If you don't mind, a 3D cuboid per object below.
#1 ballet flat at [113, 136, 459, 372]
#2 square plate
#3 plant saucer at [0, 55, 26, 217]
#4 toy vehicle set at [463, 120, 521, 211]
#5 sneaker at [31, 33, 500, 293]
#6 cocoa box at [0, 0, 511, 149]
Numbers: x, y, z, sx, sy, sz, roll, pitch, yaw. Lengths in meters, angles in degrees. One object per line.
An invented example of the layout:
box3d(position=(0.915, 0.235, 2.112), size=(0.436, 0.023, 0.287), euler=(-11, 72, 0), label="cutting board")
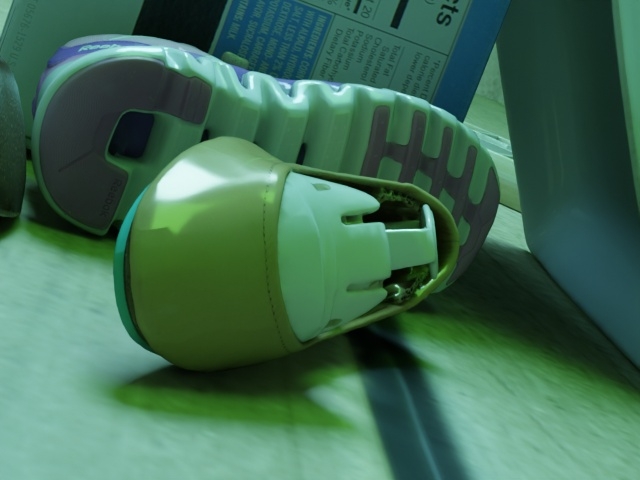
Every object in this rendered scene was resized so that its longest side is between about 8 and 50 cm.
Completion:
box3d(position=(0.000, 0.000, 0.613), size=(0.073, 0.080, 0.232), euler=(-4, 3, 16), label="ballet flat")
box3d(position=(0.144, -0.129, 0.935), size=(0.049, 0.347, 0.344), euler=(-9, 13, -3), label="square plate")
box3d(position=(-0.228, -0.118, 0.641), size=(0.311, 0.050, 0.310), euler=(35, 1, 0), label="plant saucer")
box3d(position=(0.143, -0.065, 1.434), size=(0.267, 0.035, 0.166), euler=(26, 11, 30), label="toy vehicle set")
box3d(position=(-0.028, -0.041, 0.766), size=(0.236, 0.095, 0.104), euler=(14, 12, -30), label="sneaker")
box3d(position=(-0.034, -0.153, 0.962), size=(0.228, 0.231, 0.347), euler=(19, 10, -8), label="cocoa box")
